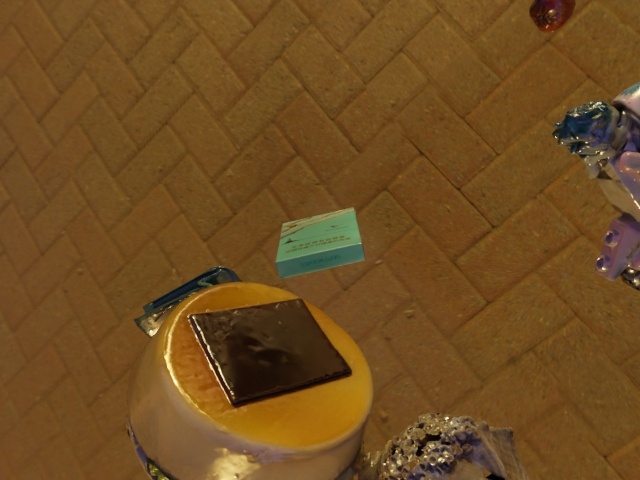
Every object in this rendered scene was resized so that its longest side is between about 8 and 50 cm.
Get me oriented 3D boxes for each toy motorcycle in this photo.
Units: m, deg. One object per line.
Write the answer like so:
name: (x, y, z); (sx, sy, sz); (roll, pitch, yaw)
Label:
toy motorcycle: (0.321, -0.072, 0.607); (0.204, 0.108, 0.239); (11, 89, -10)

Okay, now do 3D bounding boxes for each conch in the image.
conch: (0.137, 0.274, 0.670); (0.245, 0.178, 0.163); (-6, 94, 53)

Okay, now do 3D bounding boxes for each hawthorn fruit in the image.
hawthorn fruit: (0.406, -0.403, 1.017); (0.077, 0.077, 0.077); (-1, 86, 23)

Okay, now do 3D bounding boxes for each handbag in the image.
handbag: (-0.212, 0.226, 1.266); (0.238, 0.089, 0.326); (-29, 117, 17)

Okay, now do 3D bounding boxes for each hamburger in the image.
hamburger: (-0.083, 0.192, 0.698); (0.300, 0.300, 0.176); (39, 128, 20)

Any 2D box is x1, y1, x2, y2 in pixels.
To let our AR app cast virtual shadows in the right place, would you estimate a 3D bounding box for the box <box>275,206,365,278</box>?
box: (0.000, 0.000, 1.151); (0.162, 0.229, 0.041); (-13, 109, 4)
